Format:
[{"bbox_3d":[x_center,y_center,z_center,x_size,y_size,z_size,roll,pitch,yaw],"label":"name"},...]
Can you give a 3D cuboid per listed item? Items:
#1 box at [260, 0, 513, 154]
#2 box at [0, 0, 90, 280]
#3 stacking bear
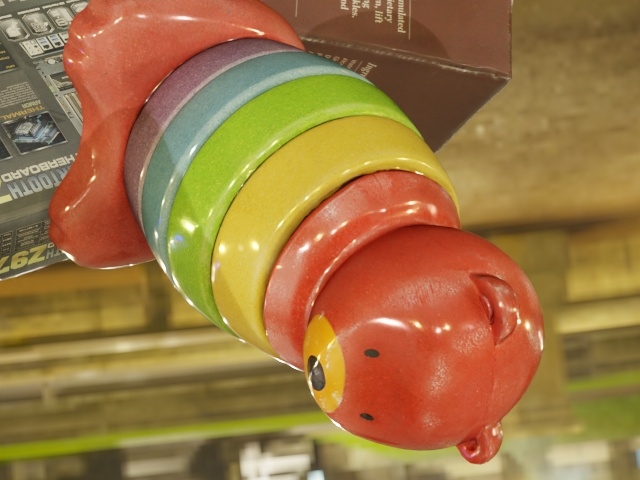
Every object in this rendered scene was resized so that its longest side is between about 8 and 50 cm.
[{"bbox_3d":[0.015,-0.174,1.400,0.203,0.168,0.167,10,156,-17],"label":"box"},{"bbox_3d":[-0.206,-0.064,1.154,0.233,0.183,0.059,-20,147,-29],"label":"box"},{"bbox_3d":[0.000,0.000,0.992,0.164,0.175,0.289,-12,-142,-32],"label":"stacking bear"}]
